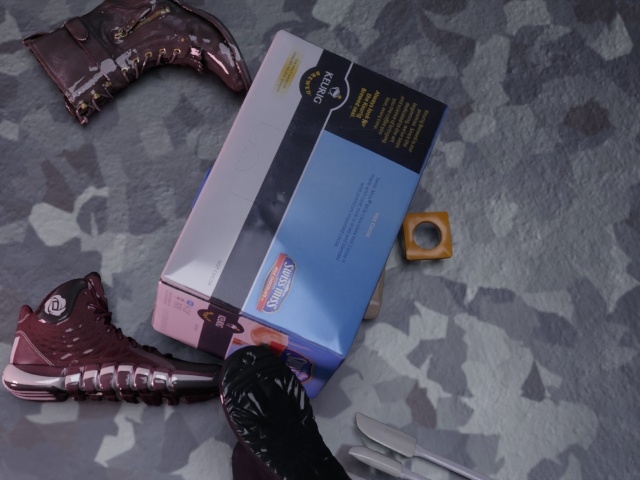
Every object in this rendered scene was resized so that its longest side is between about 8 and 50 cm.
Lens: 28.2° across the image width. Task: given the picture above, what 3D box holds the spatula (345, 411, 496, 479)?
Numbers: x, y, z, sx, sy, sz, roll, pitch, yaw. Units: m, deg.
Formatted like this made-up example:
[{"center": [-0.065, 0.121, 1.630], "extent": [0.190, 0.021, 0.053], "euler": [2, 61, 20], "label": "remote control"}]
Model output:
[{"center": [0.141, 0.308, 1.567], "extent": [0.242, 0.168, 0.019], "euler": [25, 114, -1], "label": "spatula"}]

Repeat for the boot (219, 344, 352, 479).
[{"center": [-0.067, 0.243, 1.500], "extent": [0.094, 0.207, 0.246], "euler": [-36, 96, -25], "label": "boot"}]

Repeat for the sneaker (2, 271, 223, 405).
[{"center": [-0.252, 0.117, 1.596], "extent": [0.281, 0.106, 0.162], "euler": [2, 70, -4], "label": "sneaker"}]

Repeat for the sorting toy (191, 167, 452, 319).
[{"center": [0.000, 0.000, 1.686], "extent": [0.348, 0.047, 0.196], "euler": [8, 76, -3], "label": "sorting toy"}]

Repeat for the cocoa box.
[{"center": [-0.027, -0.025, 1.529], "extent": [0.228, 0.231, 0.347], "euler": [24, 69, -1], "label": "cocoa box"}]

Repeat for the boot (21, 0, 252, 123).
[{"center": [-0.245, -0.237, 1.722], "extent": [0.229, 0.091, 0.263], "euler": [-42, 77, -10], "label": "boot"}]
